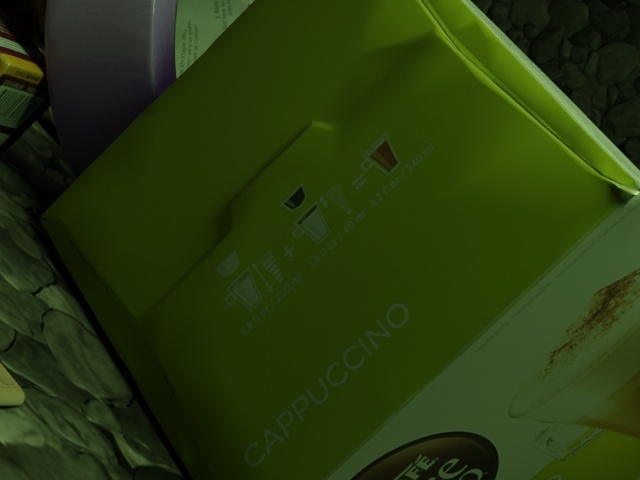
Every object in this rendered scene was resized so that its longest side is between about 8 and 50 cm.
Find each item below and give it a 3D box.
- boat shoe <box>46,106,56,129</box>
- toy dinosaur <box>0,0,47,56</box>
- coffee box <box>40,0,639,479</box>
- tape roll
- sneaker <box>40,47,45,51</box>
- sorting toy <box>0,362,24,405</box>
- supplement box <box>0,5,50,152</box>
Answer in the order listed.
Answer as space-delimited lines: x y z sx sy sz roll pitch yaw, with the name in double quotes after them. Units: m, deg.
-0.169 -0.075 1.403 0.178 0.060 0.064 43 9 -11 "boat shoe"
-0.261 -0.238 1.319 0.296 0.127 0.200 33 -9 23 "toy dinosaur"
0.073 0.032 1.131 0.334 0.337 0.338 33 16 -51 "coffee box"
-0.122 -0.162 1.266 0.090 0.274 0.275 5 -3 17 "tape roll"
-0.140 -0.189 1.523 0.153 0.268 0.101 52 -23 -5 "sneaker"
-0.194 0.064 0.839 0.062 0.012 0.083 52 7 13 "sorting toy"
-0.293 -0.162 1.178 0.188 0.081 0.104 48 9 13 "supplement box"
